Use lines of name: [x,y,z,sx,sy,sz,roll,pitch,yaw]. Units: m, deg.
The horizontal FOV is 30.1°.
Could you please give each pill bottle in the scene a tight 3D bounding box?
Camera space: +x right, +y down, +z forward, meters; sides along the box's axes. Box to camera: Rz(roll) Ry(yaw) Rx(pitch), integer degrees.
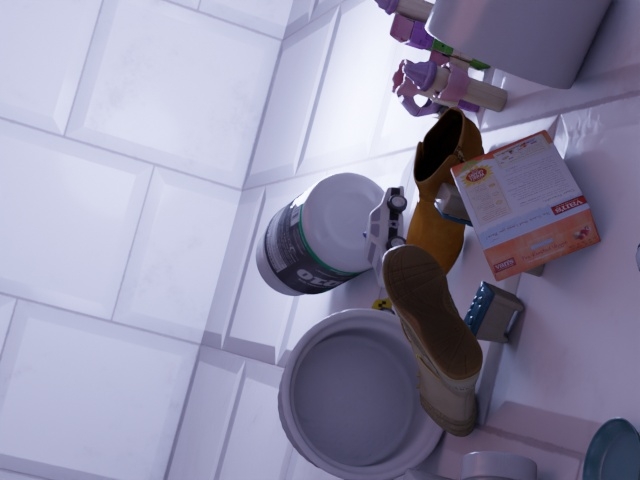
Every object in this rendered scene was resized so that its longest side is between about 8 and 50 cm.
pill bottle: [0.224,0.394,1.541,0.121,0.121,0.221,138,145,-59]
pill bottle: [0.000,0.000,2.471,0.361,0.204,0.204,147,136,-66]

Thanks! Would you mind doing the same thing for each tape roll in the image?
tape roll: [0.300,-0.352,1.787,0.246,0.246,0.169,-112,41,-64]

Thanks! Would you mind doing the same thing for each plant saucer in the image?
plant saucer: [0.354,0.272,1.417,0.119,0.021,0.119,-164,90,-74]

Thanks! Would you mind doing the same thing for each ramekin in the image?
ramekin: [0.061,0.258,1.946,0.135,0.277,0.277,134,149,-72]

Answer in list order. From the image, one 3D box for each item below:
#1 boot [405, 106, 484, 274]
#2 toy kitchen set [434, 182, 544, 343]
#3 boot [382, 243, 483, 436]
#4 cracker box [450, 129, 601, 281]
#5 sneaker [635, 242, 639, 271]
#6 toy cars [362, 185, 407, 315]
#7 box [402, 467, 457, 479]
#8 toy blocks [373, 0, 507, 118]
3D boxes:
boot: [0.184,-0.067,1.967,0.295,0.104,0.211,-68,-23,-2]
toy kitchen set: [0.236,0.034,1.836,0.207,0.122,0.166,-112,42,-64]
boot: [0.169,0.152,1.812,0.203,0.095,0.262,81,164,-51]
cracker box: [0.289,-0.053,1.704,0.232,0.156,0.067,-100,-14,-57]
sneaker: [0.434,-0.035,1.327,0.258,0.094,0.091,141,138,-63]
toy cars: [0.097,0.095,2.156,0.176,0.087,0.393,-109,25,-84]
box: [0.170,0.429,1.730,0.170,0.091,0.130,-140,68,-72]
toy blocks: [0.190,-0.384,2.134,0.309,0.260,0.288,-166,92,-73]
